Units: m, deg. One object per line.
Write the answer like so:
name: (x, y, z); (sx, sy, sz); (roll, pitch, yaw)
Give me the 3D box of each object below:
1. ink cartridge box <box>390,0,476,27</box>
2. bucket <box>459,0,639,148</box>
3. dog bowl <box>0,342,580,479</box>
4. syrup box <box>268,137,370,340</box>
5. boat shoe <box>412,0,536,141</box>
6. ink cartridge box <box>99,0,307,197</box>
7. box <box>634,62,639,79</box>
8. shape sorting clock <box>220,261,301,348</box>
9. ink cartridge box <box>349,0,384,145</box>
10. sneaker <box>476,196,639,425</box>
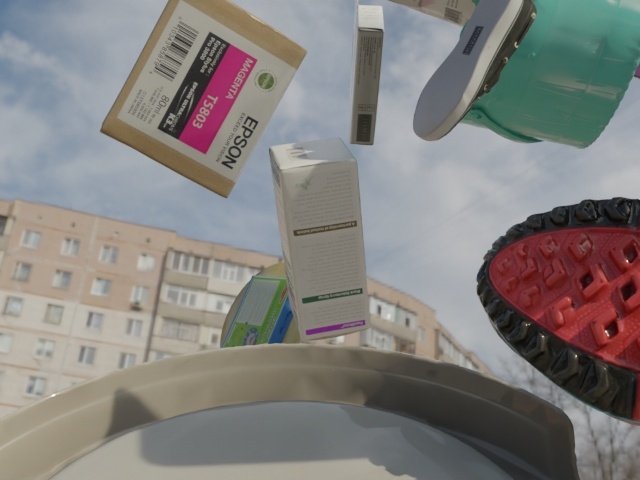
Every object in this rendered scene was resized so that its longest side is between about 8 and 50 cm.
ink cartridge box: (0.188, -0.447, 1.220); (0.278, 0.117, 0.201); (22, -2, 7)
bucket: (0.266, -0.248, 0.912); (0.183, 0.281, 0.281); (19, -25, 3)
dog bowl: (-0.021, 0.165, 0.338); (0.349, 0.102, 0.348); (-2, 18, 1)
syrup box: (0.000, 0.000, 0.960); (0.096, 0.093, 0.236); (-9, -64, -7)
boat shoe: (0.127, -0.138, 0.613); (0.040, 0.142, 0.049); (24, 11, -36)
ink cartridge box: (-0.157, -0.204, 1.038); (0.193, 0.234, 0.088); (28, 5, -14)
box: (0.475, -0.398, 1.143); (0.117, 0.213, 0.243); (8, -56, -34)
shape sorting clock: (-0.089, 0.130, 1.239); (0.040, 0.206, 0.206); (33, -36, -32)
ink cartridge box: (0.099, -0.388, 1.694); (0.060, 0.238, 0.275); (3, -52, 1)
sneaker: (0.203, 0.063, 0.365); (0.262, 0.104, 0.125); (15, -20, 19)
